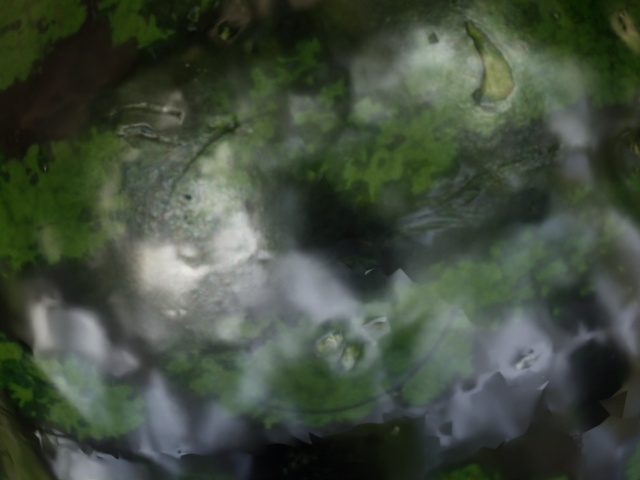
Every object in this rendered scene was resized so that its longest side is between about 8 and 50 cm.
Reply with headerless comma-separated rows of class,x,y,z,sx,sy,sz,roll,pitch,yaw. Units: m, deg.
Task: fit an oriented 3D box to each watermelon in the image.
watermelon,0.005,-0.001,0.446,0.269,0.269,0.269,-13,144,-10
